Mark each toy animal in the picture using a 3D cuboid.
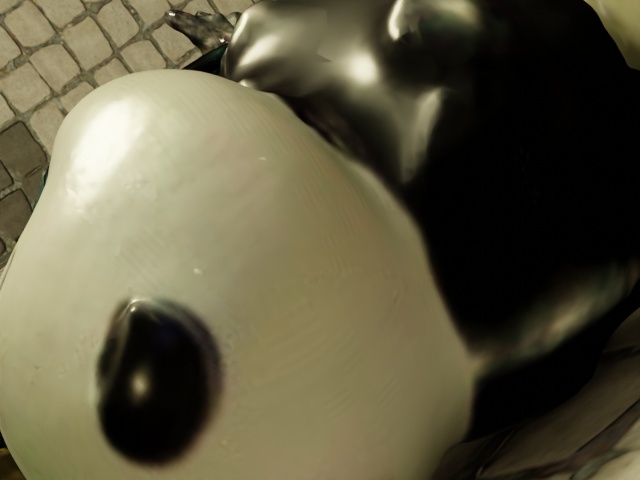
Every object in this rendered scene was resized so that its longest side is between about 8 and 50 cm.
[{"bbox_3d":[-0.007,0.011,0.735,0.266,0.213,0.212,-32,7,-26],"label":"toy animal"}]

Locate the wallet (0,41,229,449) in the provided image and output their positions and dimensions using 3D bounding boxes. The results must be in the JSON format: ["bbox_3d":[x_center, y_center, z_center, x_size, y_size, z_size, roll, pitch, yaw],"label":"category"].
[{"bbox_3d":[-0.123,0.031,1.110,0.190,0.046,0.379,-41,-13,-37],"label":"wallet"}]

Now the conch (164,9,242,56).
[{"bbox_3d":[0.009,-0.115,1.474,0.240,0.186,0.313,-12,-10,-9],"label":"conch"}]

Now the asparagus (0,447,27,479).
[{"bbox_3d":[-0.302,0.210,1.070,0.382,0.108,0.128,-32,-27,34],"label":"asparagus"}]

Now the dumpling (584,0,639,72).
[{"bbox_3d":[0.236,-0.160,0.761,0.315,0.233,0.395,-18,-29,-13],"label":"dumpling"}]
